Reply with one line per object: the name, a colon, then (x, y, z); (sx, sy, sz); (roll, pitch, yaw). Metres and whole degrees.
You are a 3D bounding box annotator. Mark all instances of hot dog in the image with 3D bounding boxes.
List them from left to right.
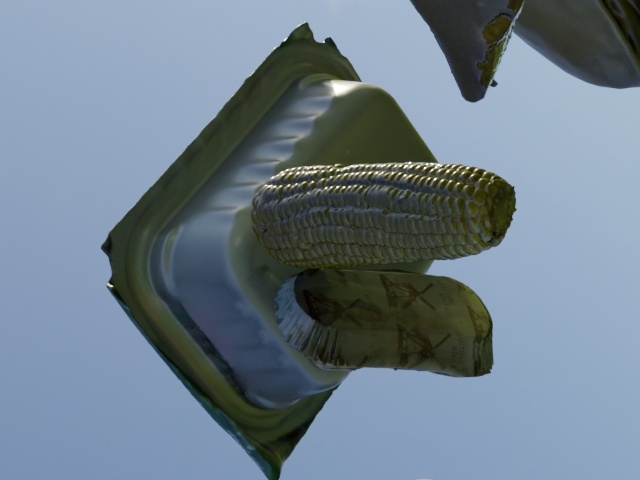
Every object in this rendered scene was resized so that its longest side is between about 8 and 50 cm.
hot dog: (0.052, 0.065, 1.329); (0.191, 0.059, 0.108); (8, -140, -30)

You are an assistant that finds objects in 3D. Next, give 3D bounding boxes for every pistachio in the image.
pistachio: (0.218, -0.228, 1.466); (0.238, 0.138, 0.153); (44, -176, 16)

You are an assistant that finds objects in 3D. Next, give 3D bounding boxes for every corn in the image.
corn: (0.044, -0.017, 1.240); (0.080, 0.231, 0.080); (-1, -89, -48)

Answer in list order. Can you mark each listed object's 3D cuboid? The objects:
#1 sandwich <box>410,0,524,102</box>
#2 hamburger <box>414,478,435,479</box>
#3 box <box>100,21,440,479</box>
sandwich: (0.079, -0.184, 0.690); (0.096, 0.258, 0.094); (30, -143, 8)
hamburger: (0.087, 0.294, 1.523); (0.175, 0.137, 0.175); (165, 90, -71)
box: (0.000, 0.000, 1.439); (0.264, 0.106, 0.337); (53, -122, -24)
